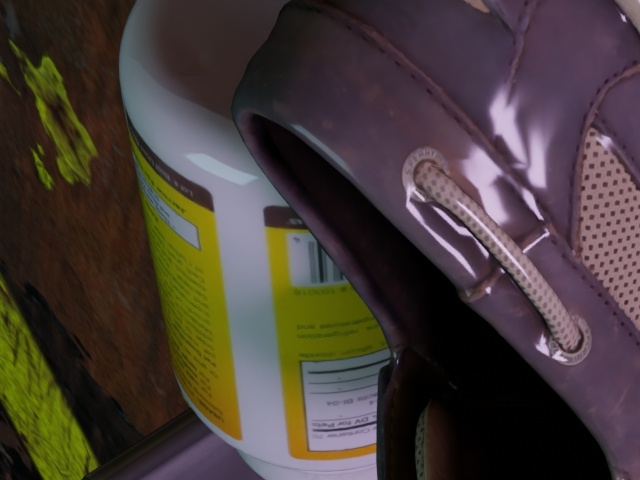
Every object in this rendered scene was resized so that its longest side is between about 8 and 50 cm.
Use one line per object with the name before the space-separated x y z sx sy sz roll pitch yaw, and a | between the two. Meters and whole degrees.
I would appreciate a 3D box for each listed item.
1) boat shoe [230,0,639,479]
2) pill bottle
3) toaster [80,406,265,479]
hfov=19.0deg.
boat shoe | 0.075 0.051 0.537 0.132 0.130 0.355 23 149 55
pill bottle | 0.000 0.000 0.657 0.117 0.117 0.215 42 155 29
toaster | -0.029 0.141 0.879 0.129 0.146 0.227 45 157 21
